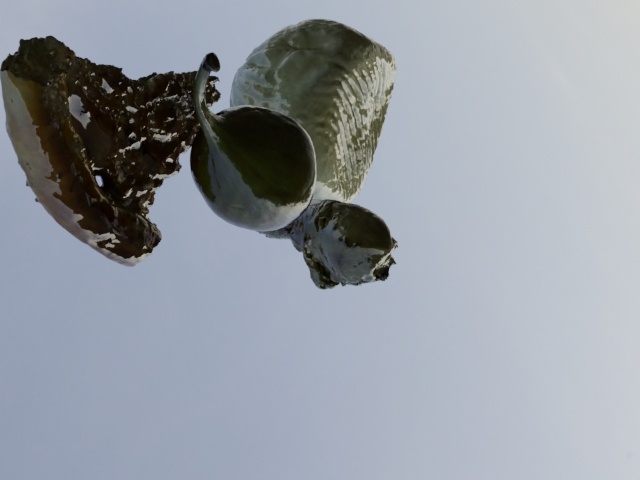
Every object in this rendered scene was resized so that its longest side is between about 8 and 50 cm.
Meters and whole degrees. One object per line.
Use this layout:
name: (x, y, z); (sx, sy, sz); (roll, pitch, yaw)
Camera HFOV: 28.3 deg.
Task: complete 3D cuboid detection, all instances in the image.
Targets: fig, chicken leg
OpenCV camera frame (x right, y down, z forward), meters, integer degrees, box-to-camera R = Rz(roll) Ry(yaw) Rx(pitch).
fig: (-0.080, -0.095, 1.188); (0.124, 0.124, 0.236); (59, -178, 30)
chicken leg: (0.000, 0.000, 1.501); (0.088, 0.228, 0.103); (-56, -46, -25)

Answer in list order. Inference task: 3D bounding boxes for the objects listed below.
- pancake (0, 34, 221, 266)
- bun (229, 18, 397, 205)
pancake: (-0.179, -0.106, 1.214); (0.057, 0.266, 0.244); (24, -130, 36)
bun: (-0.023, -0.220, 2.118); (0.227, 0.349, 0.352); (18, -123, 18)
